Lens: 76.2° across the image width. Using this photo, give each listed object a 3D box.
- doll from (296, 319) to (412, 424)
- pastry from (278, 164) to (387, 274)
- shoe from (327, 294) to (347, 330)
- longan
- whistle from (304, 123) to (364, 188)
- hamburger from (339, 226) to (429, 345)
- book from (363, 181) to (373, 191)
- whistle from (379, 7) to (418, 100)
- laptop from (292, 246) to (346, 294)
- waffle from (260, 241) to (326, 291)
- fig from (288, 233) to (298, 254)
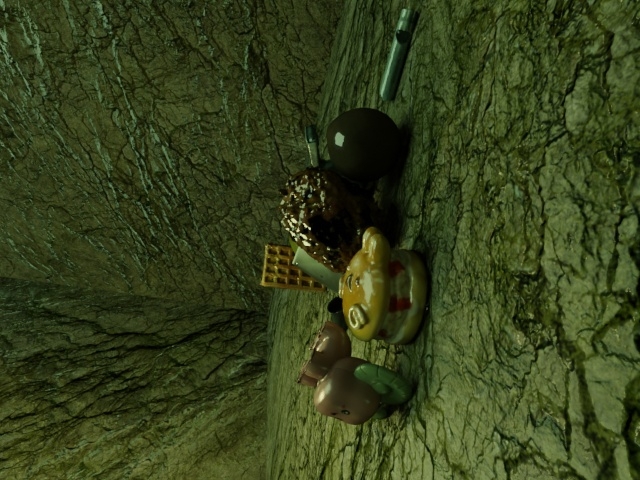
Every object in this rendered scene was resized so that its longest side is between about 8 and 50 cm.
[{"bbox_3d":[0.086,0.367,1.081,0.216,0.269,0.284,-63,0,-42],"label":"doll"},{"bbox_3d":[0.029,-0.078,1.327,0.292,0.337,0.405,-47,57,11],"label":"pastry"},{"bbox_3d":[0.073,0.253,1.586,0.108,0.093,0.240,-106,30,-61],"label":"shoe"},{"bbox_3d":[0.140,-0.318,1.359,0.258,0.258,0.257,-170,90,-78],"label":"longan"},{"bbox_3d":[0.029,-0.247,1.561,0.188,0.405,0.168,-33,37,24],"label":"whistle"},{"bbox_3d":[0.158,0.125,1.089,0.261,0.187,0.302,-101,27,-57],"label":"hamburger"},{"bbox_3d":[0.181,-0.291,1.687,0.161,0.027,0.230,127,150,-65],"label":"book"},{"bbox_3d":[0.277,-0.666,1.482,0.062,0.062,0.311,-109,31,-66],"label":"whistle"},{"bbox_3d":[0.017,0.104,1.630,0.015,0.269,0.187,-44,-18,-46],"label":"laptop"},{"bbox_3d":[-0.125,0.137,2.021,0.098,0.328,0.223,140,138,-78],"label":"waffle"},{"bbox_3d":[0.000,0.000,1.768,0.326,0.258,0.257,-114,35,-51],"label":"fig"}]
